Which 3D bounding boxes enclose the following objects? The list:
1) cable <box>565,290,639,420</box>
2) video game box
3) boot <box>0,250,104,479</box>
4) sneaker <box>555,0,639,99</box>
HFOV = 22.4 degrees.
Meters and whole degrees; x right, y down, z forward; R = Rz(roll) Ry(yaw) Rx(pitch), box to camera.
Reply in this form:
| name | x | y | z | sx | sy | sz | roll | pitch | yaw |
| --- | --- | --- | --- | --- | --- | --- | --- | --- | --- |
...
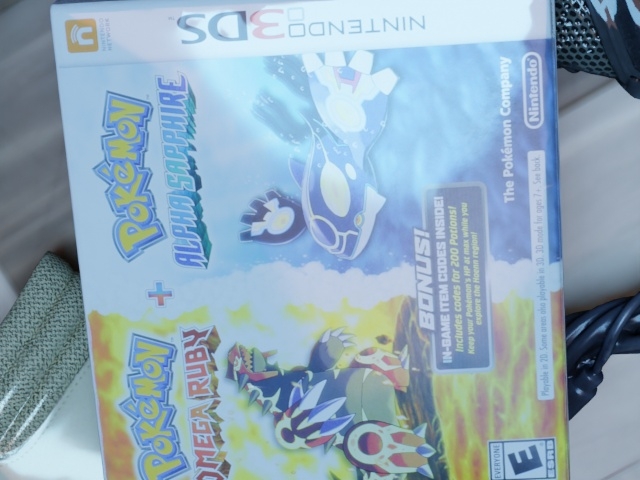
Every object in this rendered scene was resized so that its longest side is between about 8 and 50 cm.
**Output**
| name | x | y | z | sx | sy | sz | roll | pitch | yaw |
| --- | --- | --- | --- | --- | --- | --- | --- | --- | --- |
| cable | 0.138 | 0.101 | 0.730 | 0.150 | 0.047 | 0.184 | 5 | 113 | 16 |
| video game box | 0.000 | 0.000 | 0.626 | 0.187 | 0.048 | 0.205 | -3 | 105 | 7 |
| boot | -0.108 | 0.156 | 0.729 | 0.203 | 0.095 | 0.262 | 30 | 99 | -9 |
| sneaker | 0.099 | -0.086 | 0.664 | 0.227 | 0.087 | 0.130 | 34 | 106 | -6 |
